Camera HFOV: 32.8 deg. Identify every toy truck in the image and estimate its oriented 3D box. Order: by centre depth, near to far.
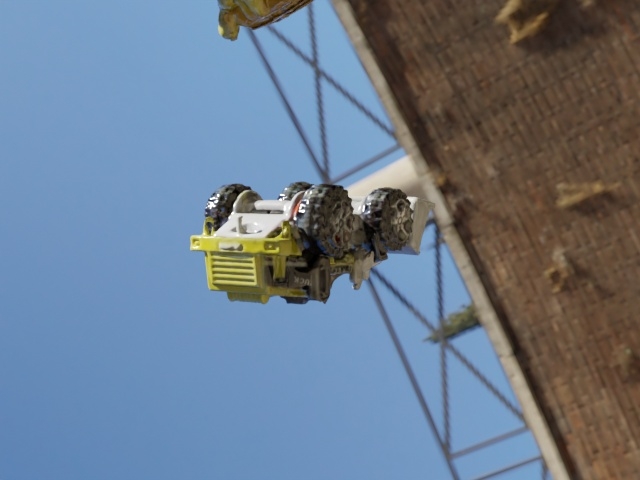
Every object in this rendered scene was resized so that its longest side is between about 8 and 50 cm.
[{"bbox_3d":[0.000,0.000,1.012,0.286,0.136,0.111,-6,-82,-57],"label":"toy truck"}]

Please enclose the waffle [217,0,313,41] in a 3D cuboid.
[{"bbox_3d":[0.046,-0.262,0.840,0.058,0.300,0.281,55,169,-6],"label":"waffle"}]
